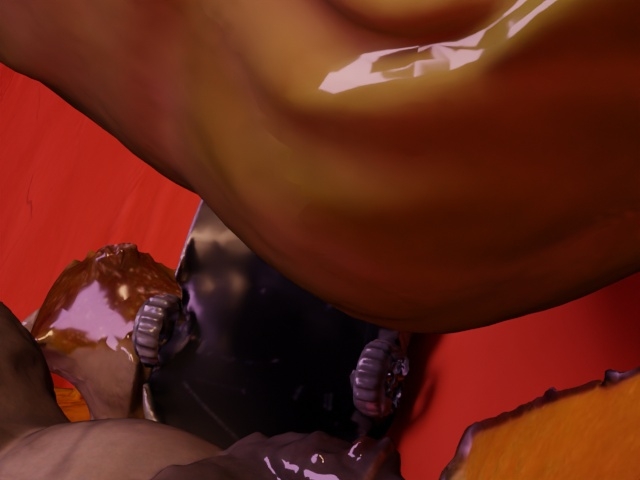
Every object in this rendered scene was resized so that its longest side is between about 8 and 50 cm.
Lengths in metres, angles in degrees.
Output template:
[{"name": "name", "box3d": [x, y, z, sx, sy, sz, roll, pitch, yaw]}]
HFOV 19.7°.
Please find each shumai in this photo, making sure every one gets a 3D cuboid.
[{"name": "shumai", "box3d": [-0.068, 0.058, 0.723, 0.145, 0.116, 0.145, -56, 18, 29]}]

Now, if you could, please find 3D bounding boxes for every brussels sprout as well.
[{"name": "brussels sprout", "box3d": [0.041, -0.126, 0.464, 0.328, 0.247, 0.328, -59, 14, 25]}]

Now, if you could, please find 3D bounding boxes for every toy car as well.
[{"name": "toy car", "box3d": [0.000, 0.000, 0.663, 0.056, 0.095, 0.205, 70, -145, -61]}]

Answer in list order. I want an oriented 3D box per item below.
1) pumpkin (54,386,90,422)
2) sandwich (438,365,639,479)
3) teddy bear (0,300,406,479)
[{"name": "pumpkin", "box3d": [-0.224, 0.164, 0.980, 0.258, 0.095, 0.290, 29, 92, 46]}, {"name": "sandwich", "box3d": [0.070, 0.096, 0.330, 0.193, 0.058, 0.162, -28, 38, 60]}, {"name": "teddy bear", "box3d": [-0.088, 0.117, 0.558, 0.171, 0.251, 0.144, -47, -34, -26]}]
